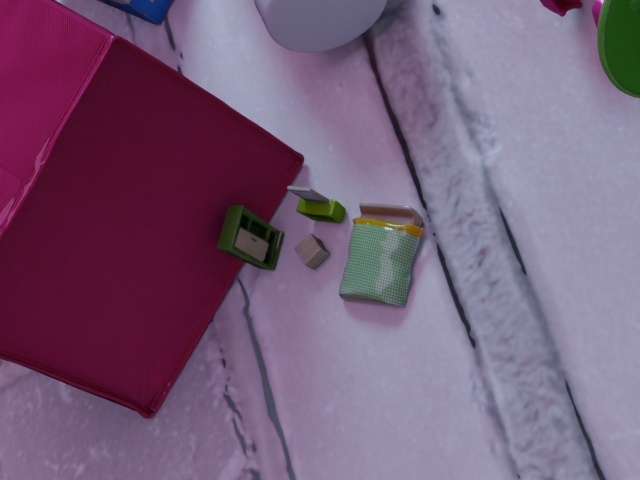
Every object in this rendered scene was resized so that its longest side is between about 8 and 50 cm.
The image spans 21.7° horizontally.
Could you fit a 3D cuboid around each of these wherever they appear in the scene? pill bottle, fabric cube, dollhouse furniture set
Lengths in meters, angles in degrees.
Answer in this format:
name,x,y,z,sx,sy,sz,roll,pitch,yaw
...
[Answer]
name,x,y,z,sx,sy,sz,roll,pitch,yaw
pill bottle,-0.029,-0.269,1.368,0.131,0.131,0.229,-35,54,18
fabric cube,-0.224,-0.048,1.334,0.258,0.254,0.259,31,89,37
dollhouse furniture set,0.000,0.000,1.280,0.151,0.058,0.076,6,75,37

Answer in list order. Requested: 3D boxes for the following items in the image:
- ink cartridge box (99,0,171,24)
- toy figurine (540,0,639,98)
name,x,y,z,sx,sy,sz,roll,pitch,yaw
ink cartridge box,-0.231,-0.284,1.468,0.148,0.203,0.086,28,88,39
toy figurine,0.220,-0.203,1.192,0.173,0.130,0.159,-36,41,-10
